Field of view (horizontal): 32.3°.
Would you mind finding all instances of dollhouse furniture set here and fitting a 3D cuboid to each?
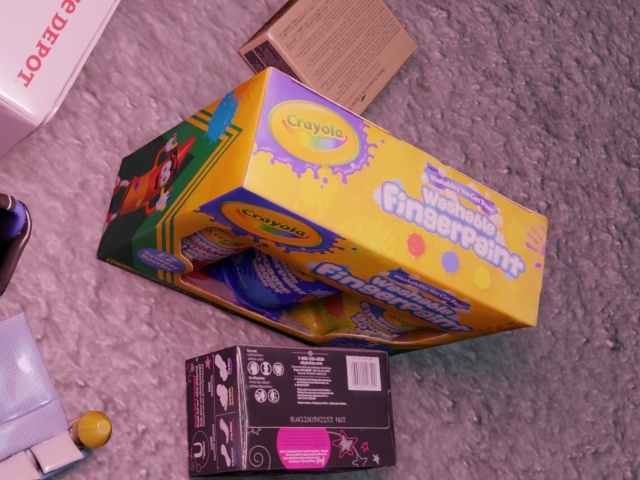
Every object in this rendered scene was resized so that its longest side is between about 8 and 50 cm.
[{"bbox_3d":[-0.383,0.148,1.201,0.303,0.198,0.286,-20,90,-39],"label":"dollhouse furniture set"}]

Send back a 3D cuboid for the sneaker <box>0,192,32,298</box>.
[{"bbox_3d":[-0.382,0.001,1.167,0.127,0.182,0.315,21,22,-37],"label":"sneaker"}]

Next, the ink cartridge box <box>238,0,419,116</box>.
[{"bbox_3d":[0.017,-0.293,1.692,0.193,0.088,0.235,51,53,-16],"label":"ink cartridge box"}]

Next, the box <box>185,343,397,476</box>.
[{"bbox_3d":[-0.041,0.228,1.470,0.247,0.142,0.163,7,72,-36],"label":"box"}]

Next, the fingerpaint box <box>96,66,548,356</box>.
[{"bbox_3d":[0.000,0.000,1.419,0.444,0.371,0.163,26,63,-30],"label":"fingerpaint box"}]

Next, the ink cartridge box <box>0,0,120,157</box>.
[{"bbox_3d":[-0.454,-0.327,1.301,0.395,0.166,0.285,36,59,-23],"label":"ink cartridge box"}]
